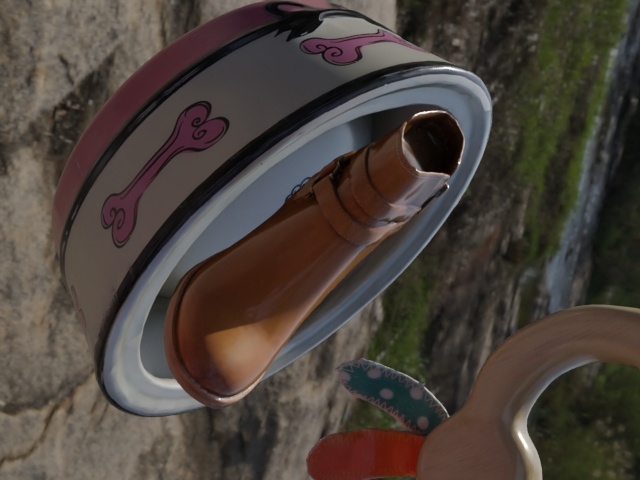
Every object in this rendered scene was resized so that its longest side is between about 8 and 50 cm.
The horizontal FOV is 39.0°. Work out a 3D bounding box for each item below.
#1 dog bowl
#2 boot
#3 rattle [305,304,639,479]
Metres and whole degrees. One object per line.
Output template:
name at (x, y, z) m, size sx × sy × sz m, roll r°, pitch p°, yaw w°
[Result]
dog bowl at (-0.050, -0.033, 0.797) m, size 0.408 × 0.150 × 0.408 m, roll -33°, pitch 156°, yaw -17°
boot at (0.000, 0.000, 0.516) m, size 0.073 × 0.152 × 0.197 m, roll 46°, pitch 38°, yaw -13°
rattle at (0.115, 0.101, 0.444) m, size 0.142 × 0.199 × 0.130 m, roll -5°, pitch 80°, yaw -55°
